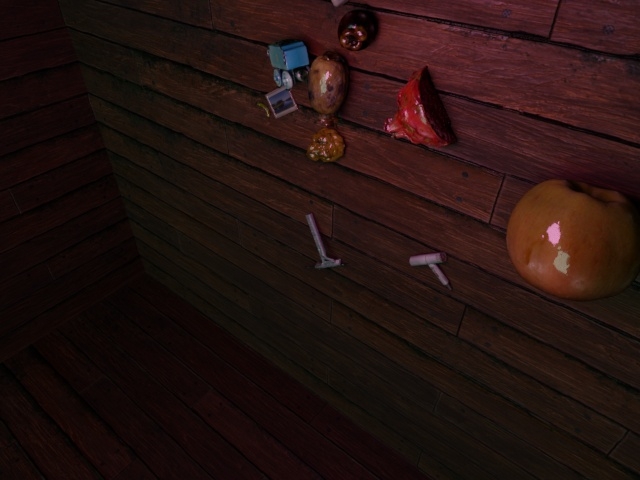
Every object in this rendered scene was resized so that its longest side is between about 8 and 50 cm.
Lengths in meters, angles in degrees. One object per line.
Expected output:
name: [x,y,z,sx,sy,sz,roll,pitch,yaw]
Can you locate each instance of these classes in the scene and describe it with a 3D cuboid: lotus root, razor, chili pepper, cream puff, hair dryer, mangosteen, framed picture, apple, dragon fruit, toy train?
lotus root: [0.025,-0.528,1.626,0.154,0.154,0.278,28,137,28]
razor: [-0.006,0.004,2.152,0.111,0.056,0.277,-13,108,38]
chili pepper: [-0.244,-0.572,1.970,0.083,0.017,0.030,45,143,13]
cream puff: [0.016,-0.368,1.794,0.146,0.116,0.146,29,137,31]
hair dryer: [0.456,0.132,1.814,0.155,0.044,0.183,-10,115,51]
mangosteen: [0.110,-0.658,1.444,0.140,0.140,0.140,26,136,29]
framed picture: [-0.162,-0.576,1.888,0.149,0.011,0.109,-7,115,48]
apple: [0.694,-0.010,1.243,0.338,0.338,0.305,15,110,37]
dragon fruit: [0.297,-0.389,1.477,0.211,0.134,0.262,-15,108,53]
toy train: [-0.112,-0.646,1.663,0.203,0.112,0.163,40,148,54]

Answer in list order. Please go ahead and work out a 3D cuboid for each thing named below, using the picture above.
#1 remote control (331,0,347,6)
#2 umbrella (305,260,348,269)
remote control: [0.031,-0.868,1.436,0.098,0.038,0.233,-16,107,49]
umbrella: [0.033,0.120,2.244,0.269,0.044,0.044,-7,89,38]
